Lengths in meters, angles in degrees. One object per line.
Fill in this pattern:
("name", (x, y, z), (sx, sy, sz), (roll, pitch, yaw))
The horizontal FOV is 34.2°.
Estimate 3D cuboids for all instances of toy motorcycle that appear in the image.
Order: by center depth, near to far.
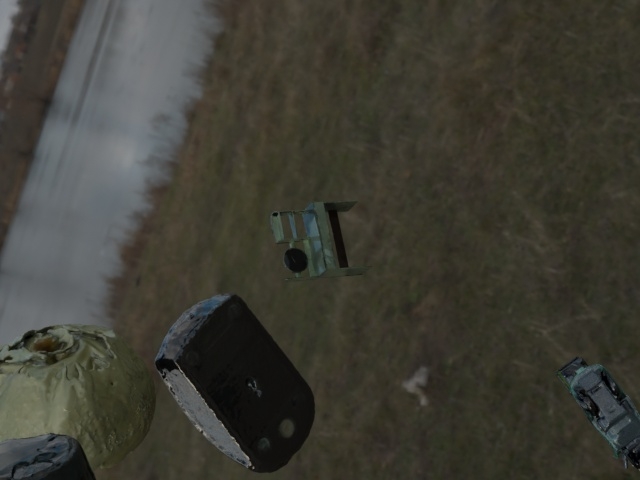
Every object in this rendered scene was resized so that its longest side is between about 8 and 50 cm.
("toy motorcycle", (0.374, 0.228, 1.329), (0.058, 0.173, 0.100), (-36, -8, -1))

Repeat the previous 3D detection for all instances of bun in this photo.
("bun", (-0.345, 0.200, 1.392), (0.259, 0.259, 0.152), (-117, 25, -69))

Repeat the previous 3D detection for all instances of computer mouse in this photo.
("computer mouse", (-0.128, 0.215, 1.542), (0.100, 0.269, 0.170), (-14, 26, 47))

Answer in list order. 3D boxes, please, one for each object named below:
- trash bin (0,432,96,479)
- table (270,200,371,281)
("trash bin", (-0.263, 0.272, 0.967), (0.175, 0.175, 0.161), (-134, 34, -73))
("table", (0.000, 0.000, 2.097), (0.062, 0.175, 0.146), (135, 127, -59))
